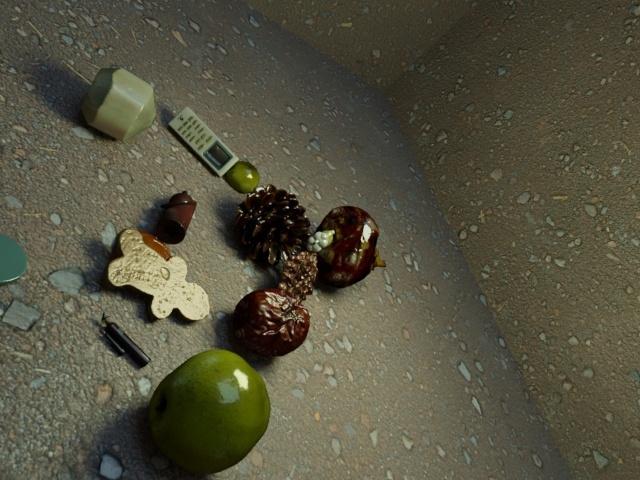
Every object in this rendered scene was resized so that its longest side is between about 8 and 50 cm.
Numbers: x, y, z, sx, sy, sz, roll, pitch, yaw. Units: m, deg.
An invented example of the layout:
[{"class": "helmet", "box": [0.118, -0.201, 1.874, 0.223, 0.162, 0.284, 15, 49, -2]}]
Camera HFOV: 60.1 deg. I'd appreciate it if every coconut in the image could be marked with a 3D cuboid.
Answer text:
[{"class": "coconut", "box": [-0.655, -0.440, 1.824, 0.241, 0.241, 0.241, 33, 34, -26]}]

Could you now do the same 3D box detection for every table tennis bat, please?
[{"class": "table tennis bat", "box": [-0.791, 0.050, 1.273, 0.153, 0.040, 0.244, 50, 26, 1]}]

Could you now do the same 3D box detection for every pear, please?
[{"class": "pear", "box": [-0.267, 0.411, 1.342, 0.294, 0.294, 0.294, 33, 34, -26]}, {"class": "pear", "box": [-0.301, -0.261, 2.202, 0.141, 0.104, 0.141, 38, 32, -28]}]

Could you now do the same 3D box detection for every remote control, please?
[{"class": "remote control", "box": [-0.447, -0.377, 2.124, 0.277, 0.103, 0.055, 46, -5, -7]}]

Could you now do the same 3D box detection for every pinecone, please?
[{"class": "pinecone", "box": [-0.165, -0.052, 2.007, 0.298, 0.242, 0.296, -3, 54, -45]}]

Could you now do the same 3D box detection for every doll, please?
[{"class": "doll", "box": [0.000, 0.000, 1.998, 0.062, 0.106, 0.162, 49, 12, 3]}]

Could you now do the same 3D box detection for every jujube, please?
[{"class": "jujube", "box": [-0.155, 0.261, 1.732, 0.232, 0.213, 0.213, 18, 42, -35]}]

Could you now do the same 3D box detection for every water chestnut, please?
[{"class": "water chestnut", "box": [0.123, 0.037, 2.201, 0.346, 0.335, 0.335, 22, 37, -13]}]

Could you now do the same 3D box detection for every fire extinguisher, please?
[{"class": "fire extinguisher", "box": [-0.510, 0.261, 1.420, 0.173, 0.035, 0.049, 47, 68, -5]}]

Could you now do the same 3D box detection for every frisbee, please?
[{"class": "frisbee", "box": [-0.516, 0.043, 1.646, 0.192, 0.035, 0.192, 34, 34, -27]}]

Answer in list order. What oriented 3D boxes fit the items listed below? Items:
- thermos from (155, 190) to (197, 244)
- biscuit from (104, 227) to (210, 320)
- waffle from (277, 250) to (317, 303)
[{"class": "thermos", "box": [-0.459, -0.085, 1.801, 0.232, 0.098, 0.124, -88, 169, -58]}, {"class": "biscuit", "box": [-0.460, 0.126, 1.588, 0.339, 0.047, 0.216, 37, 46, -32]}, {"class": "waffle", "box": [-0.080, 0.139, 1.970, 0.055, 0.221, 0.234, 20, 27, 28]}]
